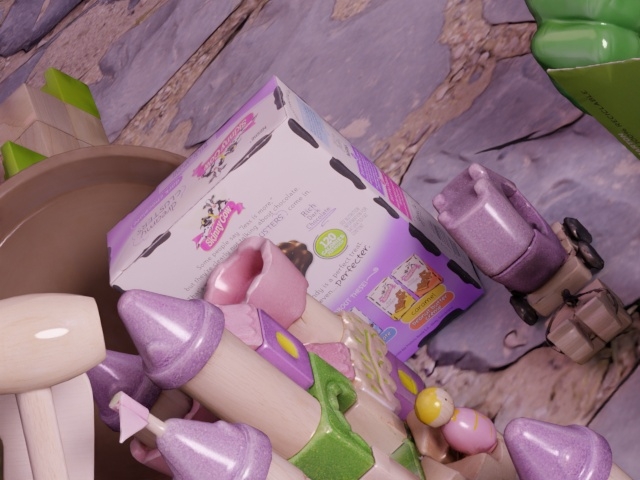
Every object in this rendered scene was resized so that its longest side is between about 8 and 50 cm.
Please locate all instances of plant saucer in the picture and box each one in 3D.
[{"bbox_3d":[-0.152,0.065,1.209,0.278,0.278,0.041,-56,-7,-13],"label":"plant saucer"}]

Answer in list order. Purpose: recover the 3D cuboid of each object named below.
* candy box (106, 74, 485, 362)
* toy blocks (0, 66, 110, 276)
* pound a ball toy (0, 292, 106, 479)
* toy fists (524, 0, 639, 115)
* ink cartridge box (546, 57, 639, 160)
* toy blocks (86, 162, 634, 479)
[{"bbox_3d":[-0.017,0.015,1.092,0.165,0.196,0.070,-41,28,15],"label":"candy box"},{"bbox_3d":[-0.271,0.059,1.410,0.261,0.191,0.381,-41,52,21],"label":"toy blocks"},{"bbox_3d":[-0.188,0.167,0.855,0.208,0.136,0.319,-138,49,-74],"label":"pound a ball toy"},{"bbox_3d":[0.237,-0.201,1.042,0.279,0.142,0.096,-54,27,-7],"label":"toy fists"},{"bbox_3d":[0.225,0.000,0.753,0.255,0.189,0.097,1,57,59],"label":"ink cartridge box"},{"bbox_3d":[-0.009,0.082,0.923,0.309,0.260,0.288,-42,27,16],"label":"toy blocks"}]
